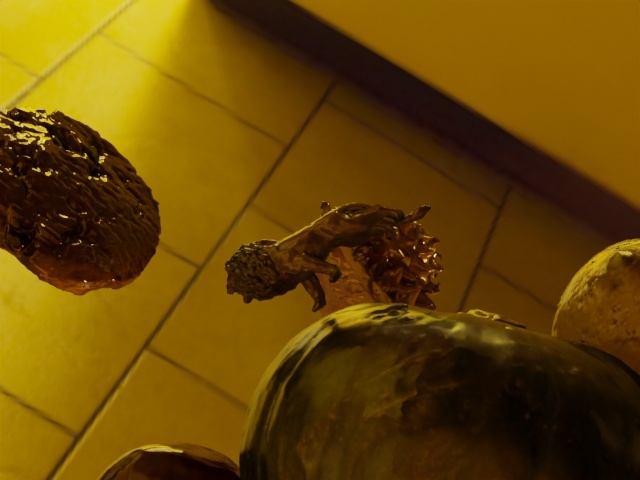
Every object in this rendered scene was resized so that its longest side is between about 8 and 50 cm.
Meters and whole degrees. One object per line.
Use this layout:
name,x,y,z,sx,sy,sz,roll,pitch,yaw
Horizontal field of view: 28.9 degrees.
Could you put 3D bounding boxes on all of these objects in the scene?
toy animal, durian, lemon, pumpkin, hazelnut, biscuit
toy animal,0.010,0.014,1.221,0.220,0.069,0.086,-22,75,-1
durian,0.088,0.112,1.662,0.185,0.305,0.195,-6,38,-12
lemon,0.399,0.124,1.444,0.310,0.258,0.258,49,26,-35
pumpkin,0.140,0.240,1.238,0.454,0.454,0.344,18,82,-17
hazelnut,-0.166,0.296,1.327,0.208,0.208,0.208,19,40,-16
biscuit,-0.316,-0.059,1.555,0.296,0.075,0.296,36,27,-22
